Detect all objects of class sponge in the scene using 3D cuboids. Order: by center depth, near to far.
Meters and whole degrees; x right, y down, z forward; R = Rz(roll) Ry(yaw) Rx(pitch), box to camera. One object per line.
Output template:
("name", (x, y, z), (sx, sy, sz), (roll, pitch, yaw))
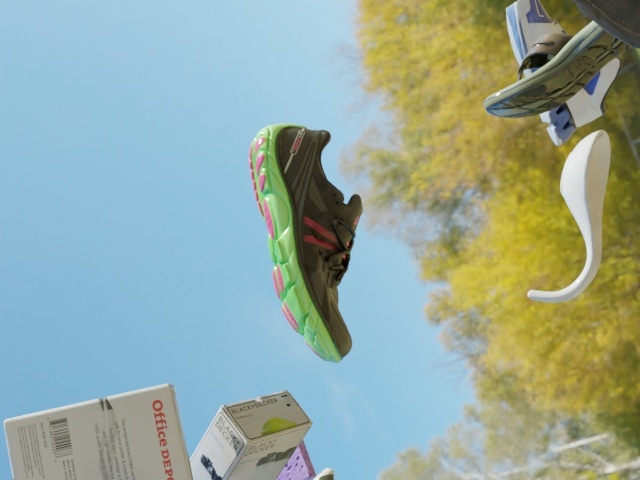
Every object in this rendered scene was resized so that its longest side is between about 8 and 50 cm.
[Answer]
("sponge", (-0.091, 0.446, 1.989), (0.031, 0.117, 0.210), (26, -148, -48))

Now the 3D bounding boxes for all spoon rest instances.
("spoon rest", (0.397, -0.032, 1.395), (0.137, 0.084, 0.277), (14, -87, -61))

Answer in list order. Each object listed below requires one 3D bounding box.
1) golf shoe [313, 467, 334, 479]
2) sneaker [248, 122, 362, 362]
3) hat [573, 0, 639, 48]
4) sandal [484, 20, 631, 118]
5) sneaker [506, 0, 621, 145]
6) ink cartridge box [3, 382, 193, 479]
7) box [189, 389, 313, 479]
("golf shoe", (0.079, 0.660, 2.183), (0.273, 0.105, 0.120), (44, -125, -14))
("sneaker", (0.000, 0.000, 1.786), (0.185, 0.202, 0.483), (163, 95, -77))
("hat", (0.403, -0.306, 0.954), (0.134, 0.331, 0.331), (39, -146, -61))
("sandal", (0.395, -0.299, 1.483), (0.120, 0.302, 0.086), (17, -139, -54))
("sneaker", (0.514, -0.375, 1.904), (0.127, 0.182, 0.316), (-88, -25, -78))
("ink cartridge box", (-0.353, 0.358, 1.502), (0.114, 0.272, 0.197), (119, 139, -81))
("box", (-0.154, 0.412, 1.667), (0.169, 0.290, 0.087), (-3, -138, -48))
